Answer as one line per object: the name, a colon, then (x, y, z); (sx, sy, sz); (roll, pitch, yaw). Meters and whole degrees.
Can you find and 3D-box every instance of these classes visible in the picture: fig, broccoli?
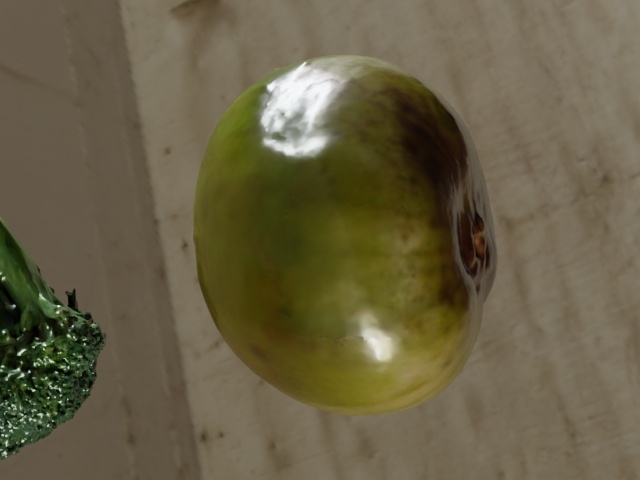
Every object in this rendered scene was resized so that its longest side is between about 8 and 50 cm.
fig: (0.011, -0.001, 0.434); (0.153, 0.121, 0.136); (130, 139, -80)
broccoli: (-0.342, 0.097, 1.070); (0.265, 0.294, 0.245); (-28, -76, -68)
